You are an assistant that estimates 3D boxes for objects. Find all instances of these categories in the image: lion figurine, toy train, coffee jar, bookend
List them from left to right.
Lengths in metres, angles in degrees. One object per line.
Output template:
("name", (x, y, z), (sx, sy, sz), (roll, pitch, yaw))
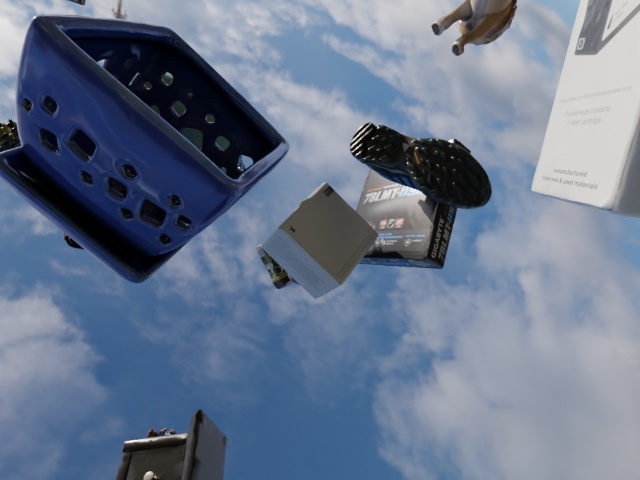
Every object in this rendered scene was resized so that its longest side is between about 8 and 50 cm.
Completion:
("toy train", (-0.577, -0.147, 0.707), (0.027, 0.036, 0.158), (24, -135, -6))
("bookend", (-0.173, 0.245, 0.343), (0.157, 0.072, 0.157), (-9, -137, 5))
("coffee jar", (-0.165, 0.090, 1.537), (0.096, 0.079, 0.184), (-24, -95, -56))
("lion figurine", (0.374, -0.574, 0.879), (0.240, 0.392, 0.142), (-37, -106, -10))

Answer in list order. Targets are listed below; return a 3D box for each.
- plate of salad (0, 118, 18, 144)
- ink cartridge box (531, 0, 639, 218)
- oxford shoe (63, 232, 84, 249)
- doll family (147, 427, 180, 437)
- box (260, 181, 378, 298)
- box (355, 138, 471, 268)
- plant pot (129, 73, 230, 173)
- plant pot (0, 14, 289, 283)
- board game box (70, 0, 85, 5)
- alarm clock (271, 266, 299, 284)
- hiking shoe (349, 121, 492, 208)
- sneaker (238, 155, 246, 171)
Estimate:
("plate of salad", (-0.580, -0.177, 0.830), (0.200, 0.048, 0.200), (46, -173, -7))
("ink cartridge box", (0.319, -0.162, 0.281), (0.224, 0.306, 0.129), (8, -166, 2))
("oxford shoe", (-0.582, -0.047, 0.959), (0.272, 0.096, 0.098), (28, -138, 9))
("doll family", (-0.396, 0.552, 1.071), (0.112, 0.192, 0.076), (16, -157, 11))
("box", (0.000, 0.000, 0.915), (0.182, 0.119, 0.181), (45, -125, -4))
("box", (0.203, -0.082, 1.003), (0.074, 0.296, 0.292), (25, -104, -32))
("plant pot", (-0.307, -0.200, 0.831), (0.236, 0.293, 0.292), (8, -120, -19))
("plant pot", (-0.209, -0.102, 0.499), (0.236, 0.212, 0.236), (43, -156, -11))
("board game box", (-0.607, -0.700, 0.839), (0.232, 0.291, 0.140), (4, -119, -35))
("alarm clock", (-0.070, 0.098, 1.375), (0.192, 0.064, 0.129), (-2, -140, -9))
("hiking shoe", (0.212, -0.155, 0.836), (0.304, 0.113, 0.132), (33, -171, 23))
("sneaker", (-0.297, -0.269, 1.456), (0.069, 0.082, 0.209), (17, -120, -43))
